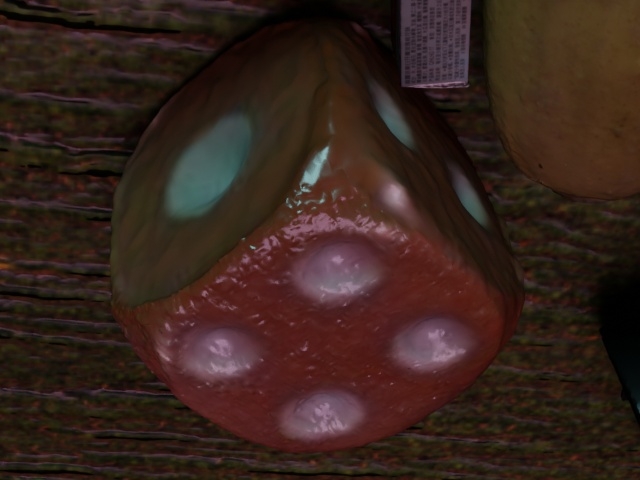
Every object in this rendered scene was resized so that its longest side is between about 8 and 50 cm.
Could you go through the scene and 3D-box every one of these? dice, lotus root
[{"bbox_3d":[0.000,0.000,0.646,0.174,0.175,0.179,-37,125,22],"label":"dice"},{"bbox_3d":[0.153,-0.131,0.579,0.146,0.131,0.303,-4,131,-5],"label":"lotus root"}]

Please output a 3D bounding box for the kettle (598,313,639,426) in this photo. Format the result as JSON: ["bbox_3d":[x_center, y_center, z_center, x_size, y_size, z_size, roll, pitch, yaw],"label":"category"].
[{"bbox_3d":[0.378,0.114,0.783,0.308,0.203,0.262,-24,128,10],"label":"kettle"}]

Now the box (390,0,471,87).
[{"bbox_3d":[0.055,-0.180,0.575,0.039,0.055,0.218,-5,132,-1],"label":"box"}]
